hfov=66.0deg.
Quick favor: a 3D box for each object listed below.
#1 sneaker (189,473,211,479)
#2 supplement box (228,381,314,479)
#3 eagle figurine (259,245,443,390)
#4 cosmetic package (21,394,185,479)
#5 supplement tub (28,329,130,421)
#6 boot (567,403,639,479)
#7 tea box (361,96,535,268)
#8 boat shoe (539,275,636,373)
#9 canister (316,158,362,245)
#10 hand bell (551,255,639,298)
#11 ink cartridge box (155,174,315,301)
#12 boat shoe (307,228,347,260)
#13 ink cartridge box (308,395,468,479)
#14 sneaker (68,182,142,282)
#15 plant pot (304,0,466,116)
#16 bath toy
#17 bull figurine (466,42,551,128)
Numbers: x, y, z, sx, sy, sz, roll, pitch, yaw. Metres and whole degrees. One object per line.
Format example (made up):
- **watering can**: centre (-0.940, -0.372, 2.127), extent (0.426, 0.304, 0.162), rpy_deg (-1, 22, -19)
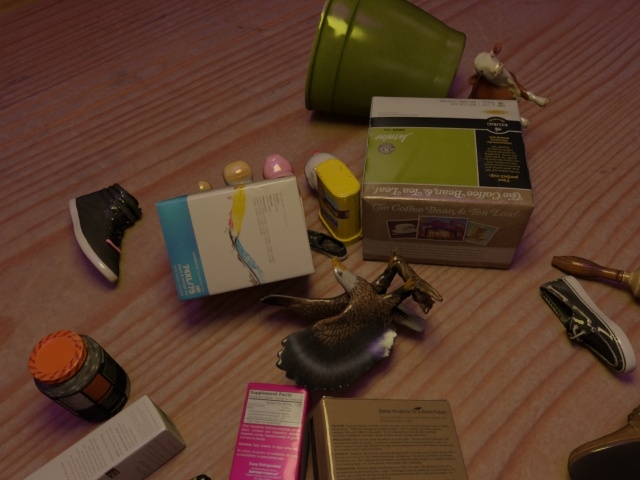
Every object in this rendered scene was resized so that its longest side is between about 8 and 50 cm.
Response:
- **sneaker**: centre (-0.177, 0.453, 0.796), extent (0.074, 0.063, 0.170), rpy_deg (-37, 53, -14)
- **supplement box**: centre (-0.079, 0.364, 0.825), extent (0.113, 0.111, 0.220), rpy_deg (3, 53, 8)
- **eagle figurine**: centre (0.054, 0.132, 0.938), extent (0.298, 0.226, 0.225), rpy_deg (-34, 80, 1)
- **cosmetic package**: centre (-0.361, 0.380, 0.836), extent (0.231, 0.117, 0.085), rpy_deg (-36, 57, -19)
- **supplement tub**: centre (-0.435, 0.246, 0.896), extent (0.116, 0.190, 0.117), rpy_deg (-3, 52, 3)
- **boot**: centre (0.547, 0.332, 0.822), extent (0.305, 0.113, 0.115), rpy_deg (-14, 23, 0)
- **tea box**: centre (0.265, -0.134, 1.102), extent (0.328, 0.220, 0.324), rpy_deg (4, 53, 9)
- **boat shoe**: centre (0.506, 0.164, 0.949), extent (0.070, 0.078, 0.219), rpy_deg (-15, 45, -7)
- **canister**: centre (0.042, -0.086, 1.116), extent (0.073, 0.170, 0.126), rpy_deg (-25, 55, -14)
- **hand bell**: centre (0.603, 0.069, 1.006), extent (0.241, 0.126, 0.126), rpy_deg (17, 56, 31)
- **ink cartridge box**: centre (-0.164, -0.016, 1.021), extent (0.269, 0.197, 0.198), rpy_deg (-12, 9, -3)
- **boat shoe**: centre (0.000, 0.000, 1.136), extent (0.142, 0.040, 0.049), rpy_deg (23, 59, 21)
- **ink cartridge box**: centre (0.107, 0.358, 0.783), extent (0.234, 0.088, 0.193), rpy_deg (7, 50, -16)
- **sneaker**: centre (-0.491, -0.036, 1.166), extent (0.146, 0.105, 0.296), rpy_deg (-30, 52, -11)
- **plant pot**: centre (0.182, -0.478, 1.321), extent (0.352, 0.367, 0.367), rpy_deg (19, 56, 3)
- **bath toy**: centre (-0.116, -0.141, 1.208), extent (0.347, 0.152, 0.129), rpy_deg (-17, 18, -8)
- **bull figurine**: centre (0.430, -0.335, 1.200), extent (0.188, 0.310, 0.101), rpy_deg (41, 83, 10)
